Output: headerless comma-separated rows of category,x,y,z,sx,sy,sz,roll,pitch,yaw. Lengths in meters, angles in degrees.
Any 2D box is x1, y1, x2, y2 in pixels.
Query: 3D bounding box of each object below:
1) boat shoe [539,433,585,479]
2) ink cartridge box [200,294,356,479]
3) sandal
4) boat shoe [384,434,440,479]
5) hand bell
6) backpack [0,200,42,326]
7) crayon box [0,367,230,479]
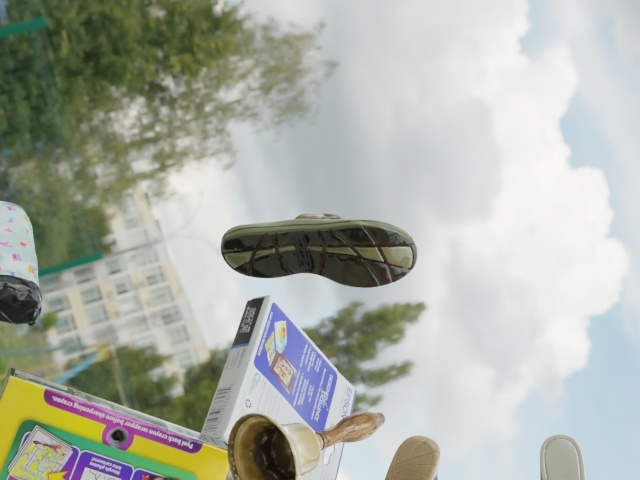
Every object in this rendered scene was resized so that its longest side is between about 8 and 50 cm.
boat shoe,0.377,0.433,1.769,0.079,0.095,0.255,60,25,-61
ink cartridge box,-0.066,0.308,2.028,0.307,0.072,0.304,53,38,-35
sandal,-0.001,-0.001,1.747,0.086,0.302,0.120,-78,170,-53
boat shoe,0.127,0.464,1.886,0.102,0.285,0.092,13,-27,31
hand bell,0.003,0.269,1.538,0.126,0.242,0.126,7,-79,41
backpack,-0.492,0.031,1.719,0.115,0.152,0.182,-50,-137,35
crayon box,-0.355,0.403,1.720,0.313,0.363,0.106,-69,-166,-4
